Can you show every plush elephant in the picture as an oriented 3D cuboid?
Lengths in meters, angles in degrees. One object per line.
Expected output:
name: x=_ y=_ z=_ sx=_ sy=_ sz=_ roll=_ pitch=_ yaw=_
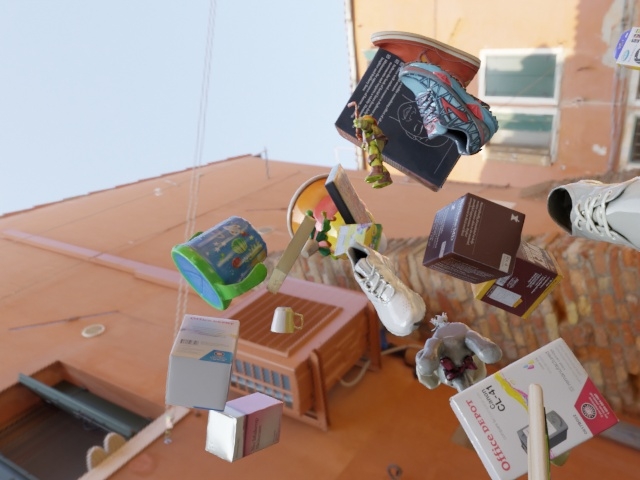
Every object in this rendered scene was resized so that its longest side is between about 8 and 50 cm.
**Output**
plush elephant: x=0.473 y=0.436 z=1.990 sx=0.330 sy=0.271 sz=0.256 roll=-94 pitch=-12 yaw=-72

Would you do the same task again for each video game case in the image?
video game case: x=0.104 y=-0.106 z=1.899 sx=0.275 sy=0.035 sz=0.248 roll=60 pitch=-164 yaw=-15

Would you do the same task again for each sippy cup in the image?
sippy cup: x=-0.287 y=0.052 z=1.709 sx=0.224 sy=0.305 sz=0.240 roll=-42 pitch=-14 yaw=-23

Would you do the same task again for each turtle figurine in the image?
turtle figurine: x=0.148 y=-0.259 z=1.579 sx=0.269 sy=0.087 sz=0.218 roll=50 pitch=-152 yaw=-74

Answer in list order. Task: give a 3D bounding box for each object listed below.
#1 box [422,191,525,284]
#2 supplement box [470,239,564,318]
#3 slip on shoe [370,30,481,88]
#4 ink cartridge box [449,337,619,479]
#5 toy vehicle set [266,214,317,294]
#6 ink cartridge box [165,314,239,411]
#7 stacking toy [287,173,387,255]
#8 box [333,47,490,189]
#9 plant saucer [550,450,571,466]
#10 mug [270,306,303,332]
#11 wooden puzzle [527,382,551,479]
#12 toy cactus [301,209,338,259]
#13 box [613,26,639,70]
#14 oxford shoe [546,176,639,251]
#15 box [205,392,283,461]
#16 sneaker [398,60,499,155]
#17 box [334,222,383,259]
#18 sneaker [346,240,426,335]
box: x=0.394 y=0.001 z=1.482 sx=0.203 sy=0.166 sz=0.169 roll=134 pitch=156 yaw=-73
supplement box: x=0.604 y=0.108 z=1.774 sx=0.129 sy=0.194 sz=0.191 roll=-85 pitch=20 yaw=-56
slip on shoe: x=0.298 y=-0.528 z=1.647 sx=0.123 sy=0.331 sz=0.102 roll=-97 pitch=26 yaw=-79
ink cartridge box: x=0.497 y=0.407 z=1.355 sx=0.306 sy=0.226 sz=0.131 roll=-28 pitch=-23 yaw=-2
toy vehicle set: x=-0.083 y=0.045 z=1.549 sx=0.166 sy=0.035 sz=0.267 roll=-60 pitch=1 yaw=-19
ink cartridge box: x=-0.337 y=0.350 z=1.657 sx=0.233 sy=0.171 sz=0.168 roll=-92 pitch=12 yaw=-69
stacking toy: x=0.115 y=-0.047 z=2.262 sx=0.350 sy=0.479 sz=0.351 roll=-13 pitch=-64 yaw=-28
box: x=0.290 y=-0.384 z=1.838 sx=0.294 sy=0.395 sz=0.212 roll=-58 pitch=-7 yaw=5
plant saucer: x=0.611 y=0.479 z=1.529 sx=0.241 sy=0.037 sz=0.241 roll=35 pitch=-142 yaw=-32
mug: x=-0.091 y=0.210 z=1.506 sx=0.078 sy=0.062 sz=0.064 roll=6 pitch=-94 yaw=-25
wooden puzzle: x=0.417 y=0.421 z=1.076 sx=0.239 sy=0.044 sz=0.221 roll=69 pitch=-153 yaw=-46
toy cactus: x=0.000 y=0.000 z=2.043 sx=0.180 sy=0.112 sz=0.219 roll=-48 pitch=-56 yaw=-41
box: x=0.683 y=-0.393 z=1.176 sx=0.028 sy=0.136 sz=0.081 roll=15 pitch=-78 yaw=-44
oxford shoe: x=0.650 y=-0.059 z=1.273 sx=0.449 sy=0.129 sz=0.169 roll=-122 pitch=23 yaw=-79
box: x=-0.248 y=0.613 z=1.886 sx=0.232 sy=0.126 sz=0.149 roll=0 pitch=-82 yaw=-54
sneaker: x=0.270 y=-0.290 z=1.267 sx=0.125 sy=0.261 sz=0.104 roll=-53 pitch=3 yaw=-8
box: x=0.119 y=0.003 z=1.686 sx=0.043 sy=0.179 sz=0.105 roll=20 pitch=-102 yaw=-32
sneaker: x=0.137 y=0.109 z=1.316 sx=0.111 sy=0.297 sz=0.129 roll=-47 pitch=-55 yaw=8
